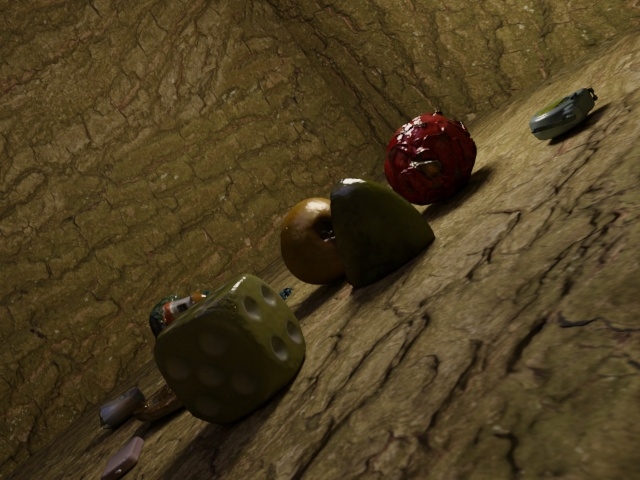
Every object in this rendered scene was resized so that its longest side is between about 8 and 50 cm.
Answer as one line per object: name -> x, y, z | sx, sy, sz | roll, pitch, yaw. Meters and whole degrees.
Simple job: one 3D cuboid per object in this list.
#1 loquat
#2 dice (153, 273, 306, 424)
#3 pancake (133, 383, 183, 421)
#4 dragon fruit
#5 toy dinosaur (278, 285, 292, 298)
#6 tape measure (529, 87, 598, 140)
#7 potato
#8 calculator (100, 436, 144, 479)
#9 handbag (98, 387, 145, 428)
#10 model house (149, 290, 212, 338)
loquat -> 0.000, 0.000, 1.724 | 0.275, 0.274, 0.275 | -36, 6, 4
dice -> -0.186, 0.224, 1.192 | 0.227, 0.233, 0.238 | -34, 7, 17
pancake -> -0.395, 0.425, 1.687 | 0.356, 0.065, 0.356 | -35, 7, 5
dragon fruit -> 0.335, -0.250, 1.710 | 0.278, 0.277, 0.342 | -34, 8, 28
toy dinosaur -> -0.139, 0.201, 2.076 | 0.083, 0.030, 0.047 | -41, 6, -40
tape measure -> 0.575, -0.279, 1.388 | 0.330, 0.084, 0.164 | -40, 4, -39
potato -> 0.103, -0.032, 1.402 | 0.270, 0.255, 0.112 | -34, 5, 27
calculator -> -0.499, 0.555, 1.410 | 0.100, 0.032, 0.175 | -38, 6, -9
handbag -> -0.722, 0.608, 2.022 | 0.173, 0.095, 0.117 | -36, 2, -21
model house -> -0.396, 0.288, 1.947 | 0.301, 0.271, 0.190 | -24, 8, 11
